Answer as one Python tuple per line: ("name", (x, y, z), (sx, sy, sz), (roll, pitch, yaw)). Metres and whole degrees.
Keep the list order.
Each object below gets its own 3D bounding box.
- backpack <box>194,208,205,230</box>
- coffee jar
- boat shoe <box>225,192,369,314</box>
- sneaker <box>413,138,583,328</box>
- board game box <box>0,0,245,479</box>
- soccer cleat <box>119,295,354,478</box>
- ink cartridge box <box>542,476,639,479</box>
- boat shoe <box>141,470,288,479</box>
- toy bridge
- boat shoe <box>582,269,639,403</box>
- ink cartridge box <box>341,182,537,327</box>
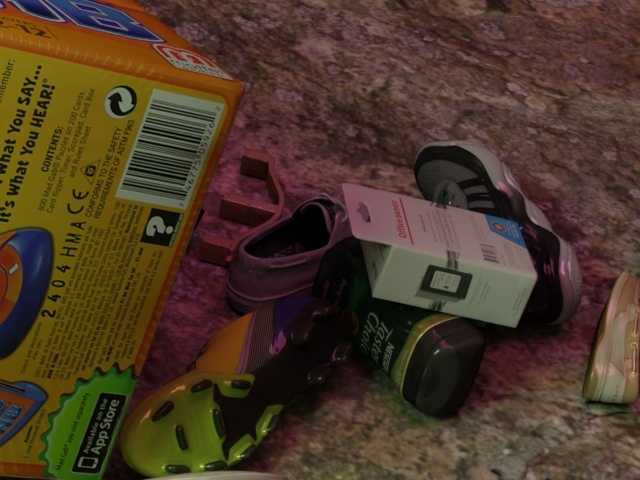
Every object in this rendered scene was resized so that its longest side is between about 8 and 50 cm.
("backpack", (-0.226, -0.067, 1.943), (0.188, 0.144, 0.166), (27, 44, 26))
("coffee jar", (0.074, 0.080, 1.854), (0.079, 0.096, 0.184), (-14, 42, -37))
("boat shoe", (-0.001, 0.000, 1.957), (0.079, 0.081, 0.227), (33, 42, 28))
("sneaker", (0.137, -0.008, 1.984), (0.153, 0.101, 0.268), (-11, 43, -31))
("board game box", (-0.342, -0.056, 1.578), (0.356, 0.356, 0.356), (10, 19, -36))
("soccer cleat", (-0.088, 0.135, 1.759), (0.121, 0.093, 0.289), (-5, 19, 41))
("ink cartridge box", (0.320, 0.308, 1.640), (0.371, 0.069, 0.176), (24, 38, 21))
("boat shoe", (-0.162, 0.242, 1.570), (0.324, 0.116, 0.097), (-2, 77, -37))
("toy bridge", (-0.072, -0.030, 2.028), (0.063, 0.026, 0.188), (15, 36, 4))
("boat shoe", (0.298, 0.099, 1.921), (0.059, 0.063, 0.170), (18, 46, 5))
("ink cartridge box", (0.100, 0.013, 1.821), (0.180, 0.060, 0.104), (13, 29, -14))
